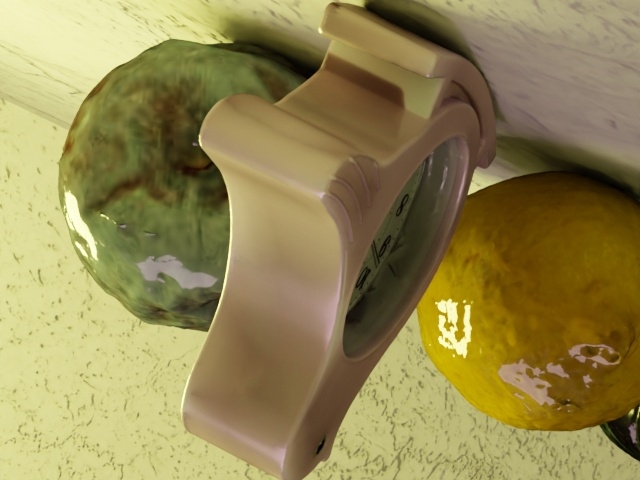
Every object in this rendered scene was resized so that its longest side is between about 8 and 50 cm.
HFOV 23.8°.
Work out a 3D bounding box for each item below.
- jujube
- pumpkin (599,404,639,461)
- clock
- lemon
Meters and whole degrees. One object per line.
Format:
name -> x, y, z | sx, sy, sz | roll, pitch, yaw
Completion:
jujube -> -0.061, -0.035, 1.184 | 0.246, 0.215, 0.308 | -1, 168, 9
pumpkin -> 0.418, 0.194, 1.734 | 0.220, 0.162, 0.220 | 26, 171, 4
clock -> 0.000, 0.000, 0.891 | 0.080, 0.275, 0.290 | 27, 173, 19
lemon -> 0.161, 0.043, 1.086 | 0.188, 0.188, 0.256 | 25, 179, -18
